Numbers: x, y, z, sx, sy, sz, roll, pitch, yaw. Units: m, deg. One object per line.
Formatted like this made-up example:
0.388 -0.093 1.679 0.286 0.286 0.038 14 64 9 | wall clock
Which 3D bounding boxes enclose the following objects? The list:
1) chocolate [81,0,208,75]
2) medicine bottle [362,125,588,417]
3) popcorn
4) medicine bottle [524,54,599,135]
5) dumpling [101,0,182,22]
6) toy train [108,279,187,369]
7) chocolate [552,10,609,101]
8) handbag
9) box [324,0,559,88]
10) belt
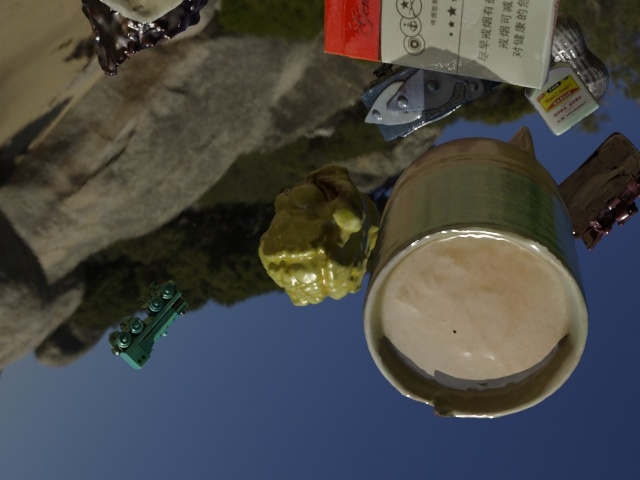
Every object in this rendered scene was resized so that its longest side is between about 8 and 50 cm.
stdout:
-0.304 -0.353 1.518 0.224 0.206 0.177 -94 -160 -75 | chocolate
0.188 0.005 1.125 0.236 0.236 0.406 -44 -168 24 | medicine bottle
0.000 0.000 1.658 0.256 0.195 0.255 -20 123 -47 | popcorn
0.327 -0.214 1.296 0.074 0.118 0.055 -35 -178 14 | medicine bottle
-0.196 -0.304 0.956 0.181 0.155 0.111 -10 -172 -19 | dumpling
-0.164 0.079 0.888 0.092 0.045 0.029 -51 -158 -27 | toy train
0.390 -0.279 1.426 0.072 0.167 0.072 -33 -159 14 | chocolate
0.571 -0.099 1.842 0.203 0.074 0.216 -50 -163 19 | handbag
0.118 -0.241 0.942 0.035 0.245 0.139 -44 140 -50 | box
0.162 -0.247 1.402 0.218 0.128 0.122 -26 -171 35 | belt
